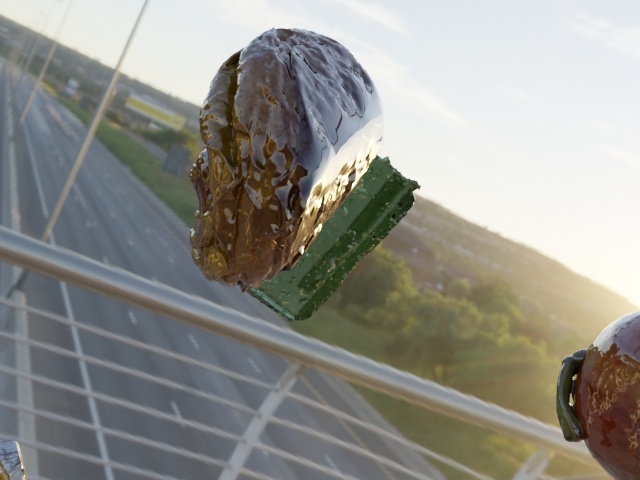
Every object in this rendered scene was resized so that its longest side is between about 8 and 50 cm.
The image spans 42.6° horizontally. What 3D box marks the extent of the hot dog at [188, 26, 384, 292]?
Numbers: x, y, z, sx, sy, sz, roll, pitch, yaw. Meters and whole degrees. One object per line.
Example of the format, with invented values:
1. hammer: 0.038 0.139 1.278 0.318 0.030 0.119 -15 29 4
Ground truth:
1. hot dog: -0.022 -0.057 0.559 0.099 0.160 0.227 23 22 13

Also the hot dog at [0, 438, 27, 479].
1. hot dog: -0.627 0.528 1.670 0.069 0.252 0.131 -10 12 -20

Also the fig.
1. fig: 0.342 0.157 0.836 0.205 0.205 0.205 25 3 -1

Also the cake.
1. cake: 0.009 -0.017 1.028 0.100 0.235 0.099 38 11 -23
